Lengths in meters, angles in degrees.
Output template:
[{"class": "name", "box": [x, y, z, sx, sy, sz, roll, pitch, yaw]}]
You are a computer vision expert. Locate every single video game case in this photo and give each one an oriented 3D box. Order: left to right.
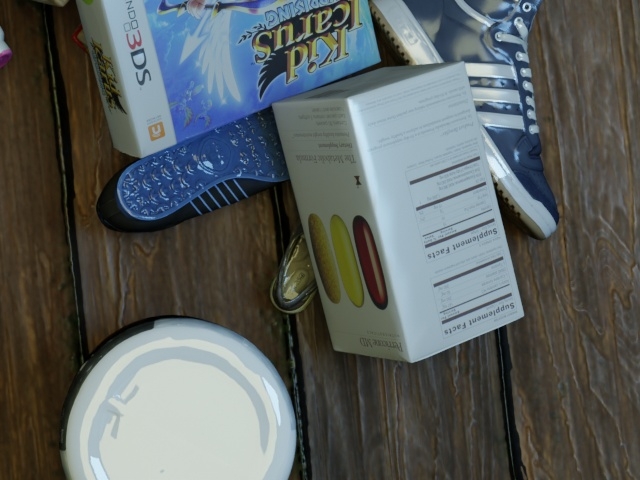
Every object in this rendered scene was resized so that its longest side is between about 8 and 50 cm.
[{"class": "video game case", "box": [-0.088, -0.234, 1.753, 0.270, 0.061, 0.244, -24, 116, -26]}]

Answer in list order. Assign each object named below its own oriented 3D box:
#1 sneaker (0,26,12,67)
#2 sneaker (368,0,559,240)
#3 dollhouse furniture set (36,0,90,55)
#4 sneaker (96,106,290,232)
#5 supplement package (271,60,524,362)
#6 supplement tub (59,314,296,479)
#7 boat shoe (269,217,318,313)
[{"class": "sneaker", "box": [-0.416, -0.201, 1.792, 0.252, 0.103, 0.111, -7, 84, -12]}, {"class": "sneaker", "box": [0.180, -0.149, 1.845, 0.153, 0.099, 0.282, -34, 89, -4]}, {"class": "dollhouse furniture set", "box": [-0.233, -0.313, 1.774, 0.374, 0.152, 0.201, 43, 78, -32]}, {"class": "sneaker", "box": [-0.105, -0.068, 1.829, 0.232, 0.090, 0.081, -19, 89, -27]}, {"class": "supplement package", "box": [0.071, -0.027, 1.771, 0.134, 0.139, 0.244, -20, 101, -29]}, {"class": "supplement tub", "box": [-0.127, 0.161, 1.693, 0.194, 0.316, 0.193, 0, 89, -5]}, {"class": "boat shoe", "box": [0.000, 0.000, 1.845, 0.056, 0.049, 0.152, 23, 85, -4]}]
